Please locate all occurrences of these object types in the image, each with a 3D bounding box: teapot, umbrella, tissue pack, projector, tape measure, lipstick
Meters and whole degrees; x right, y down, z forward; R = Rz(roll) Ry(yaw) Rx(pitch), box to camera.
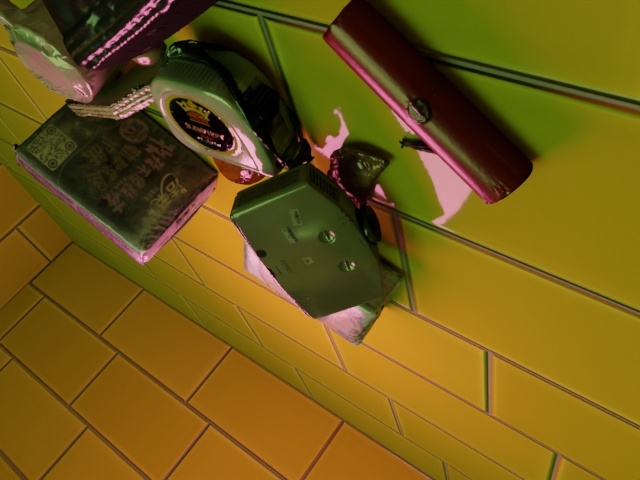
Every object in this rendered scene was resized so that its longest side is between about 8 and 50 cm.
[{"bbox_3d":[-0.434,-0.363,1.026,0.222,0.178,0.163,37,157,-8],"label":"teapot"},{"bbox_3d":[0.137,-0.123,0.791,0.031,0.020,0.083,6,-175,-42],"label":"umbrella"},{"bbox_3d":[-0.006,0.062,1.225,0.311,0.128,0.228,34,157,9],"label":"tissue pack"},{"bbox_3d":[0.000,0.000,0.983,0.194,0.088,0.269,-20,126,20],"label":"projector"},{"bbox_3d":[-0.439,-0.154,1.317,0.361,0.259,0.122,39,161,-1],"label":"tissue pack"},{"bbox_3d":[-0.135,-0.211,0.939,0.235,0.115,0.207,21,153,21],"label":"tape measure"},{"bbox_3d":[0.123,-0.155,0.685,0.280,0.073,0.073,42,158,-8],"label":"lipstick"}]

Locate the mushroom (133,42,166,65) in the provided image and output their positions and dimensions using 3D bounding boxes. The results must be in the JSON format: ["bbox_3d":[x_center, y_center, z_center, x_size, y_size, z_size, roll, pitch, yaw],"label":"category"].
[{"bbox_3d":[-0.314,-0.384,0.874,0.270,0.118,0.103,46,-166,-14],"label":"mushroom"}]

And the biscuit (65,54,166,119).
[{"bbox_3d":[-0.355,-0.282,1.093,0.250,0.147,0.046,14,150,43],"label":"biscuit"}]

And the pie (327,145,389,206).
[{"bbox_3d":[0.052,-0.103,0.941,0.092,0.034,0.170,32,158,7],"label":"pie"}]

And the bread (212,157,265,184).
[{"bbox_3d":[-0.168,-0.155,1.174,0.126,0.044,0.129,45,160,-9],"label":"bread"}]

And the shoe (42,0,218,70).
[{"bbox_3d":[-0.213,-0.365,0.675,0.384,0.171,0.237,-13,111,46],"label":"shoe"}]
